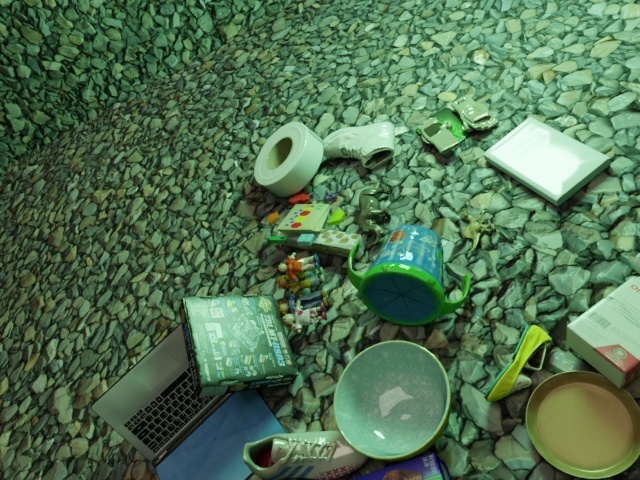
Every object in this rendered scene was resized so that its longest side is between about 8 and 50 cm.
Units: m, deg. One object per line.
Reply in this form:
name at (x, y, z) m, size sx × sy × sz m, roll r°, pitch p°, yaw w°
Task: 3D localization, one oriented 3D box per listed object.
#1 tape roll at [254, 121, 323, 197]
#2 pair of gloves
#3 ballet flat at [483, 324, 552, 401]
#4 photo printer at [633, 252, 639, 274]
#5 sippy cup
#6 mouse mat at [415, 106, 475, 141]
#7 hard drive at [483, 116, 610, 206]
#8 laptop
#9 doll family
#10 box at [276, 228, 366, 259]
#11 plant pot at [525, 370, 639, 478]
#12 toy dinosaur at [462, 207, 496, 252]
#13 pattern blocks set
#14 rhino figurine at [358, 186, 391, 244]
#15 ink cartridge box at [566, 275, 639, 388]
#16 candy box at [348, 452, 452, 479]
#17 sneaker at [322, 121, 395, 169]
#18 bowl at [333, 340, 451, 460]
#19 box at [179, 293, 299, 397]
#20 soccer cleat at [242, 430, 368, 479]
tape roll at (-0.124, -0.312, 2.043) m, size 0.286 × 0.100 × 0.286 m, roll -28°, pitch 46°, yaw 33°
pair of gloves at (0.473, -0.402, 1.864) m, size 0.240 × 0.042 × 0.204 m, roll -33°, pitch 43°, yaw 0°
ballet flat at (0.486, 0.308, 1.289) m, size 0.077 × 0.077 × 0.231 m, roll 31°, pitch 71°, yaw 24°
photo printer at (0.919, 0.089, 1.187) m, size 0.256 × 0.107 × 0.307 m, roll -31°, pitch 46°, yaw 4°
sippy cup at (0.249, 0.084, 1.506) m, size 0.240 × 0.305 × 0.224 m, roll -31°, pitch 26°, yaw 45°
mouse mat at (0.448, -0.400, 1.909) m, size 0.153 × 0.007 × 0.189 m, roll -37°, pitch 47°, yaw -2°
hard drive at (0.684, -0.250, 1.633) m, size 0.203 × 0.040 × 0.307 m, roll -38°, pitch 46°, yaw -2°
laptop at (-0.379, 0.511, 1.512) m, size 0.382 × 0.408 × 0.236 m, roll -43°, pitch 13°, yaw -7°
doll family at (-0.063, 0.174, 1.694) m, size 0.163 × 0.118 × 0.262 m, roll -13°, pitch 68°, yaw 12°
box at (0.000, 0.000, 1.808) m, size 0.324 × 0.067 × 0.063 m, roll 10°, pitch 61°, yaw 34°
plant pot at (0.583, 0.407, 1.181) m, size 0.236 × 0.032 × 0.236 m, roll -15°, pitch 50°, yaw 18°
toy dinosaur at (0.471, -0.030, 1.587) m, size 0.093 × 0.053 × 0.183 m, roll -29°, pitch 37°, yaw 28°
pattern blocks set at (-0.052, -0.077, 1.849) m, size 0.286 × 0.026 × 0.325 m, roll 7°, pitch 36°, yaw 31°
rhino figurine at (0.177, -0.083, 1.768) m, size 0.106 × 0.073 × 0.243 m, roll -11°, pitch 52°, yaw 17°
ink cartridge box at (0.701, 0.205, 1.212) m, size 0.218 × 0.092 × 0.158 m, roll -34°, pitch 46°, yaw -8°
candy box at (0.155, 0.653, 1.167) m, size 0.317 × 0.122 × 0.268 m, roll -25°, pitch 47°, yaw 12°
sneaker at (0.133, -0.334, 1.965) m, size 0.293 × 0.108 × 0.169 m, roll -13°, pitch 47°, yaw 19°
bowl at (0.192, 0.410, 1.313) m, size 0.290 × 0.156 × 0.289 m, roll -15°, pitch 50°, yaw 18°
box at (-0.243, 0.295, 1.560) m, size 0.073 × 0.293 × 0.295 m, roll -59°, pitch 42°, yaw 40°
soccer cleat at (-0.042, 0.542, 1.346) m, size 0.331 × 0.143 × 0.116 m, roll -15°, pitch 49°, yaw 15°
